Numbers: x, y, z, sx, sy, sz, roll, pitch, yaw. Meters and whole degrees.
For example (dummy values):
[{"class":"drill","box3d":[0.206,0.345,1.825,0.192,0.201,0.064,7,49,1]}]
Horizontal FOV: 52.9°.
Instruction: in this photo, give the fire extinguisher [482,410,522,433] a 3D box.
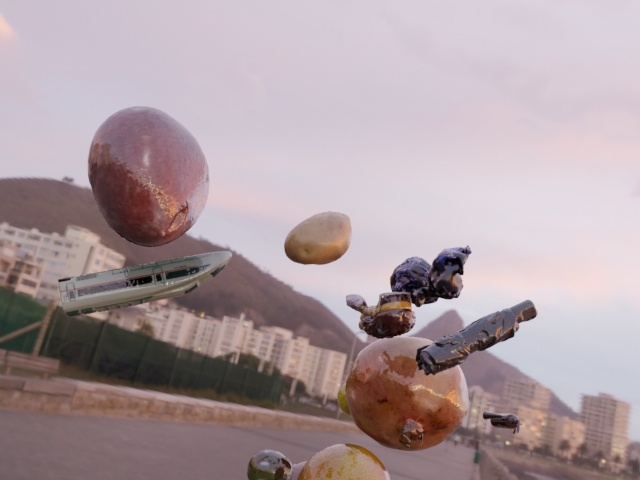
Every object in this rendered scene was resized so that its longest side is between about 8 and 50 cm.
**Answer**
[{"class":"fire extinguisher","box3d":[0.308,0.302,1.092,0.046,0.032,0.100,43,-16,5]}]

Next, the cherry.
[{"class":"cherry","box3d":[-0.327,-0.113,1.238,0.221,0.307,0.261,-19,-40,5]}]

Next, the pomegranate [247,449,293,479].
[{"class":"pomegranate","box3d":[-0.127,0.579,1.555,0.115,0.142,0.114,11,-25,5]}]

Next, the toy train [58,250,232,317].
[{"class":"toy train","box3d":[-0.408,0.103,1.553,0.408,0.088,0.086,-11,-18,-14]}]

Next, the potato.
[{"class":"potato","box3d":[-0.003,0.000,1.296,0.147,0.111,0.112,-19,-6,-16]}]

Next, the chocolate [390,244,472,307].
[{"class":"chocolate","box3d":[0.265,0.091,1.467,0.126,0.148,0.343,38,-13,-4]}]

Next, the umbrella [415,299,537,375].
[{"class":"umbrella","box3d":[0.273,0.165,1.102,0.236,0.059,0.066,-22,15,-13]}]

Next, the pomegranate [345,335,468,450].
[{"class":"pomegranate","box3d":[0.240,0.430,1.767,0.339,0.337,0.338,13,-14,3]}]

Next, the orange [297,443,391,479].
[{"class":"orange","box3d":[0.053,0.563,1.425,0.237,0.236,0.236,13,-14,3]}]

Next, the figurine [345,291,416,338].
[{"class":"figurine","box3d":[0.158,0.189,1.623,0.175,0.115,0.240,1,-6,-15]}]

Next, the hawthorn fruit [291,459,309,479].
[{"class":"hawthorn fruit","box3d":[-0.029,0.898,1.974,0.403,0.402,0.403,13,-14,3]}]

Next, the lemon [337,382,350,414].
[{"class":"lemon","box3d":[0.108,0.509,2.071,0.109,0.109,0.133,12,-43,8]}]
